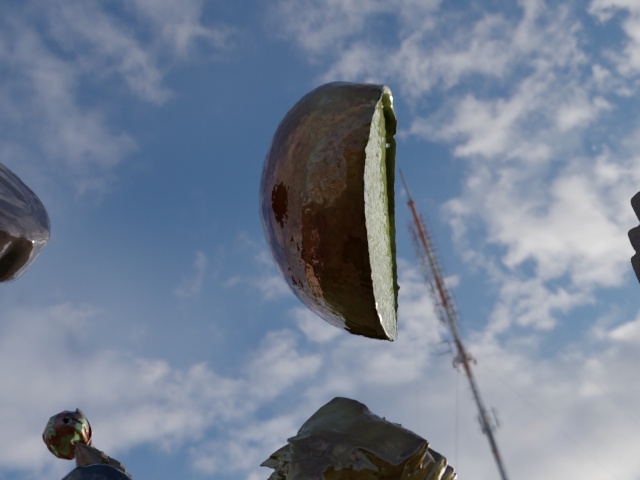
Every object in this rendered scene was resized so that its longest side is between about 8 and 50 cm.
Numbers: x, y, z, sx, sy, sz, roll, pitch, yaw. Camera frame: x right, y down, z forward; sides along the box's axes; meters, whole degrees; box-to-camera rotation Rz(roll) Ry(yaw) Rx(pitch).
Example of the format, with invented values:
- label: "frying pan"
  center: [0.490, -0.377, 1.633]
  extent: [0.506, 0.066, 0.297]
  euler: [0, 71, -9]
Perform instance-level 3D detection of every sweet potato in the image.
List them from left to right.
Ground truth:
- label: "sweet potato"
  center: [-0.244, 0.336, 1.062]
  extent: [0.068, 0.060, 0.206]
  euler: [-25, -75, 32]

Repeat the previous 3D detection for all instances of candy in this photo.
- label: "candy"
  center: [-0.384, 0.407, 1.554]
  extent: [0.084, 0.078, 0.288]
  euler: [-42, -65, 5]

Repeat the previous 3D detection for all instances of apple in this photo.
- label: "apple"
  center: [0.022, -0.037, 1.108]
  extent: [0.179, 0.254, 0.346]
  euler: [-3, -86, -20]

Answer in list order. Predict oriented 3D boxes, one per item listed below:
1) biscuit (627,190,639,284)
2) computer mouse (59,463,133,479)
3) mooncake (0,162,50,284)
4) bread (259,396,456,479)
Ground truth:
- label: "biscuit"
  center: [0.233, -0.002, 0.550]
  extent: [0.016, 0.092, 0.082]
  euler: [31, -15, -35]
- label: "computer mouse"
  center: [-0.190, 0.326, 0.710]
  extent: [0.137, 0.086, 0.270]
  euler: [2, -78, 27]
- label: "mooncake"
  center: [-0.534, -0.043, 1.304]
  extent: [0.245, 0.245, 0.133]
  euler: [34, -71, -33]
- label: "bread"
  center: [0.036, 0.424, 1.512]
  extent: [0.370, 0.314, 0.192]
  euler: [-22, -66, -38]
